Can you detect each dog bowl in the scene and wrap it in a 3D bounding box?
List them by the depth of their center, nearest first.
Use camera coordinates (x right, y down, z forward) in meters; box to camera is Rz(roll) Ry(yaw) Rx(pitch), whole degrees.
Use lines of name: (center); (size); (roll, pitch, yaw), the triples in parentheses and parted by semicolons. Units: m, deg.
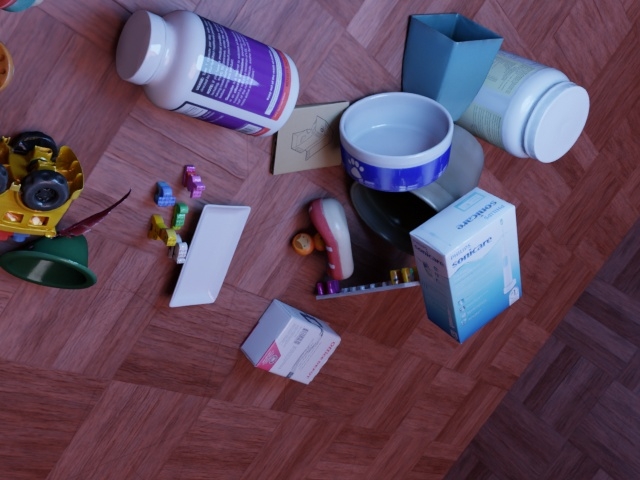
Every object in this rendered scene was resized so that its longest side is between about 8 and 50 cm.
dog bowl: (0.177, -0.237, 1.521); (0.265, 0.265, 0.104); (-28, 140, -22)

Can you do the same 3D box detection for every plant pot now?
plant pot: (0.308, -0.418, 1.598); (0.165, 0.166, 0.234); (-15, 134, -32)
plant pot: (0.285, -0.150, 1.693); (0.280, 0.323, 0.323); (-53, 141, -22)

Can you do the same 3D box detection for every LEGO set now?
LEGO set: (-0.314, -0.040, 1.386); (0.087, 0.093, 0.227); (-4, 122, -38)

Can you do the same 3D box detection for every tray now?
tray: (-0.267, 0.032, 1.514); (0.145, 0.030, 0.270); (-1, 120, -52)

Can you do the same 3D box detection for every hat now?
hat: (-0.509, -0.015, 1.285); (0.208, 0.184, 0.173); (13, 154, -16)

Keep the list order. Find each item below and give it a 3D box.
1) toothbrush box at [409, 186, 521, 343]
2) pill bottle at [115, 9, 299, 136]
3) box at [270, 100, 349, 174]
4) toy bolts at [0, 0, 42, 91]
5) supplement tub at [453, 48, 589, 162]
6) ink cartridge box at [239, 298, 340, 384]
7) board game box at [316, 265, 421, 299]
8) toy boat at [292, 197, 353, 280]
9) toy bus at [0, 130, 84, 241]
toothbrush box: (0.349, 0.060, 1.513); (0.216, 0.126, 0.295); (-34, 132, -17)
pill bottle: (-0.209, -0.317, 1.214); (0.323, 0.181, 0.181); (11, 111, -44)
box: (-0.025, -0.247, 1.538); (0.201, 0.021, 0.164); (-13, 126, -33)
toy bolts: (-0.533, -0.359, 0.984); (0.218, 0.158, 0.228); (43, 99, -8)
supplement tub: (0.500, -0.358, 1.676); (0.235, 0.325, 0.235); (-22, 131, -27)
ink cartridge box: (-0.080, 0.290, 1.815); (0.172, 0.100, 0.237); (-54, 137, 4)
board game box: (0.245, 0.101, 1.791); (0.390, 0.390, 0.050); (-7, 85, -37)
toy boat: (0.000, 0.000, 1.671); (0.151, 0.151, 0.231); (-10, 130, 1)
toy bus: (-0.562, -0.082, 1.130); (0.220, 0.149, 0.211); (10, 128, -41)
